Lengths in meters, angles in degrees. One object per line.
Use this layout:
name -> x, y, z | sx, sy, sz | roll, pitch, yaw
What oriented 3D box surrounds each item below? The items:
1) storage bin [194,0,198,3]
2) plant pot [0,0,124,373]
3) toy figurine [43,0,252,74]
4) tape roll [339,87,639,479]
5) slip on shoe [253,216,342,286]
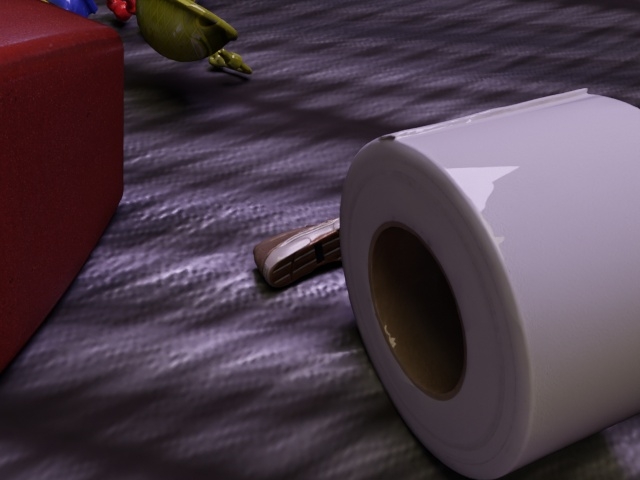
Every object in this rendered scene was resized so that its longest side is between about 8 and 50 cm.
storage bin -> -0.211, -0.382, 0.902 | 0.091, 0.098, 0.135 | 17, 42, -30
plant pot -> -0.308, -0.084, 0.527 | 0.267, 0.267, 0.236 | 23, 38, 13
toy figurine -> -0.289, -0.222, 0.750 | 0.362, 0.191, 0.217 | 32, 83, 10
tape roll -> 0.139, 0.028, 0.479 | 0.169, 0.246, 0.246 | -16, 53, -19
slip on shoe -> 0.000, 0.000, 0.618 | 0.135, 0.051, 0.041 | -26, 45, -19
